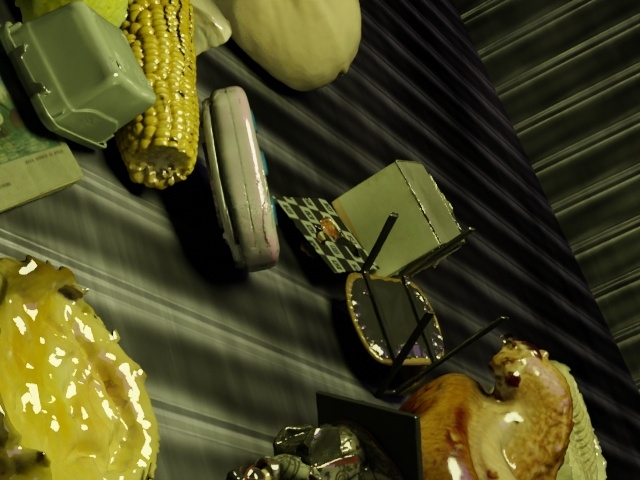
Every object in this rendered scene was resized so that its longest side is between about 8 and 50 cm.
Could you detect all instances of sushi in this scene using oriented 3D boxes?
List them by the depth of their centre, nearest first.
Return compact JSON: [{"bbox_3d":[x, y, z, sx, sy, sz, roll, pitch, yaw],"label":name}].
[{"bbox_3d":[0.000,0.000,1.827,0.139,0.031,0.201,52,17,14],"label":"sushi"}]

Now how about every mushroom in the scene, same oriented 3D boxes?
[{"bbox_3d":[0.210,0.300,1.570,0.345,0.260,0.345,49,22,-27],"label":"mushroom"},{"bbox_3d":[-0.212,-0.327,1.672,0.247,0.096,0.108,53,-7,6],"label":"mushroom"}]

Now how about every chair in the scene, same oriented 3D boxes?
[{"bbox_3d":[0.115,0.106,1.762,0.172,0.247,0.158,9,49,-35],"label":"chair"}]

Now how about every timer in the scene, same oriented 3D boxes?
[{"bbox_3d":[-0.095,-0.068,1.523,0.191,0.069,0.208,108,-32,-83],"label":"timer"}]

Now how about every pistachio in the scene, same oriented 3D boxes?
[{"bbox_3d":[-0.051,-0.352,1.983,0.226,0.207,0.332,18,-26,44],"label":"pistachio"}]

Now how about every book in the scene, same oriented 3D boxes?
[{"bbox_3d":[-0.339,-0.160,1.228,0.282,0.025,0.215,60,18,-4],"label":"book"}]

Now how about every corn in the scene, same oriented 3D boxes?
[{"bbox_3d":[-0.195,-0.190,1.511,0.115,0.115,0.317,42,29,-41],"label":"corn"}]

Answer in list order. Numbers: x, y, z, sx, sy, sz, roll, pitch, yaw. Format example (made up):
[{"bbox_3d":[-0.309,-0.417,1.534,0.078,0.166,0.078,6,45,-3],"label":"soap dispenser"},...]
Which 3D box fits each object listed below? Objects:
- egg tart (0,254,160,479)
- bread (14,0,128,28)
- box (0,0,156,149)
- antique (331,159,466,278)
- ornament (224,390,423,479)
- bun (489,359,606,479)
[{"bbox_3d":[-0.221,0.133,0.947,0.345,0.132,0.345,51,22,-30],"label":"egg tart"},{"bbox_3d":[-0.278,-0.281,1.444,0.129,0.111,0.114,71,14,16],"label":"bread"},{"bbox_3d":[-0.240,-0.172,1.338,0.124,0.093,0.172,63,6,7],"label":"box"},{"bbox_3d":[0.115,-0.022,1.965,0.152,0.148,0.147,63,19,10],"label":"antique"},{"bbox_3d":[-0.020,0.254,1.320,0.196,0.166,0.153,-9,100,-40],"label":"ornament"},{"bbox_3d":[0.338,0.316,2.030,0.259,0.152,0.259,50,31,-45],"label":"bun"}]
